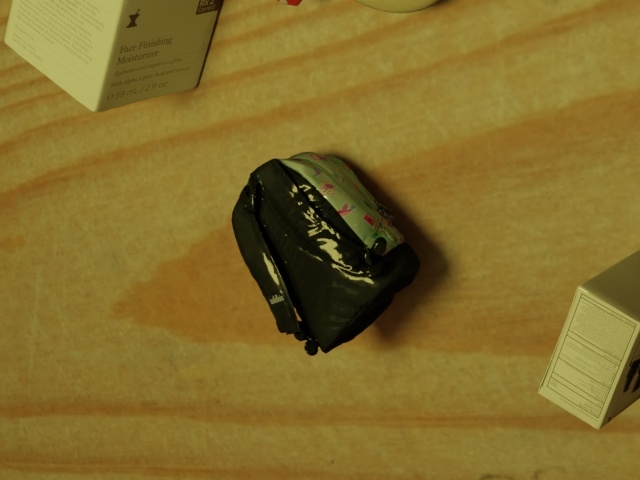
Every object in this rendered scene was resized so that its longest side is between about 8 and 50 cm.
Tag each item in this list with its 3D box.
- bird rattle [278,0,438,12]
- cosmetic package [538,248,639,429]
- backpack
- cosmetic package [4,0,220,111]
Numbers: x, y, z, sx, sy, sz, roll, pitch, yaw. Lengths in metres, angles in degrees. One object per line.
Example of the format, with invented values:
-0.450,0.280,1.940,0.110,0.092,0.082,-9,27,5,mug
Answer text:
0.032,-0.284,1.288,0.207,0.143,0.253,39,131,4,bird rattle
0.264,0.055,1.119,0.060,0.239,0.098,33,124,26,cosmetic package
0.000,0.000,1.412,0.152,0.115,0.182,-47,72,28,backpack
-0.205,-0.256,1.475,0.151,0.151,0.183,38,127,25,cosmetic package
